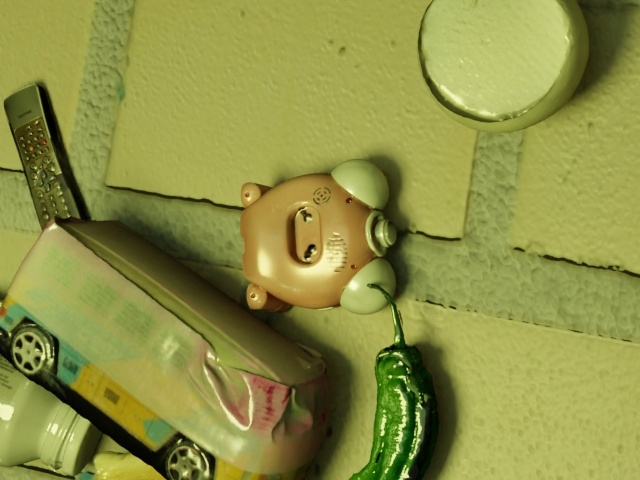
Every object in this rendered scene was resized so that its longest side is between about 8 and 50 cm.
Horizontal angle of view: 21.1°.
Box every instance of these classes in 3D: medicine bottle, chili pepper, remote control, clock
[{"bbox_3d":[-0.353,0.181,1.930,0.215,0.135,0.135,22,94,7],"label":"medicine bottle"},{"bbox_3d":[0.067,0.193,1.782,0.122,0.065,0.279,20,99,19],"label":"chili pepper"},{"bbox_3d":[-0.319,-0.080,2.008,0.059,0.028,0.212,-23,76,17],"label":"remote control"},{"bbox_3d":[0.000,0.000,1.820,0.162,0.093,0.166,-7,81,21],"label":"clock"}]

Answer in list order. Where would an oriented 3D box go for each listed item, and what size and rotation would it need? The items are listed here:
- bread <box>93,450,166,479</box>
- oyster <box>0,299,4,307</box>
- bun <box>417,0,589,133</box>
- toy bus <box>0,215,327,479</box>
[{"bbox_3d":[-0.184,0.289,1.871,0.177,0.084,0.119,-6,58,23],"label":"bread"},{"bbox_3d":[-0.414,0.096,2.019,0.177,0.056,0.105,-17,90,23],"label":"oyster"},{"bbox_3d":[0.187,-0.191,1.736,0.173,0.120,0.173,-1,88,18],"label":"bun"},{"bbox_3d":[-0.161,0.123,1.824,0.386,0.171,0.162,34,113,23],"label":"toy bus"}]
